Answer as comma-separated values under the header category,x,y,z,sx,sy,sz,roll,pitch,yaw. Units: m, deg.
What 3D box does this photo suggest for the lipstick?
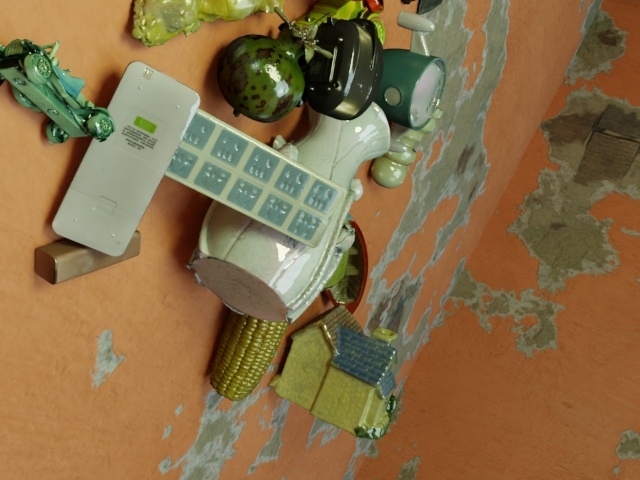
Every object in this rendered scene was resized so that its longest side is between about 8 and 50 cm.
category,x,y,z,sx,sy,sz,roll,pitch,yaw
lipstick,-0.323,0.016,0.854,0.145,0.045,0.045,-25,136,-54

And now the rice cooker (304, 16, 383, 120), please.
category,x,y,z,sx,sy,sz,roll,pitch,yaw
rice cooker,0.037,-0.280,0.990,0.106,0.112,0.165,-2,102,-44

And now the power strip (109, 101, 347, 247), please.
category,x,y,z,sx,sy,sz,roll,pitch,yaw
power strip,-0.129,-0.106,0.875,0.367,0.043,0.106,26,97,-23

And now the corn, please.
category,x,y,z,sx,sy,sz,roll,pitch,yaw
corn,-0.135,0.171,1.271,0.131,0.131,0.344,-5,120,-62

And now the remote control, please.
category,x,y,z,sx,sy,sz,roll,pitch,yaw
remote control,-0.254,-0.103,0.794,0.103,0.034,0.250,25,101,-23

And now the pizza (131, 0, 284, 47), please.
category,x,y,z,sx,sy,sz,roll,pitch,yaw
pizza,-0.145,-0.357,0.823,0.288,0.075,0.280,-57,153,-16

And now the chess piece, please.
category,x,y,z,sx,sy,sz,roll,pitch,yaw
chess piece,0.207,-0.251,1.566,0.133,0.133,0.243,-10,128,-60

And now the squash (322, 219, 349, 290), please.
category,x,y,z,sx,sy,sz,roll,pitch,yaw
squash,0.000,0.000,1.323,0.132,0.132,0.247,-51,162,-26

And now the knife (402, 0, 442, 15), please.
category,x,y,z,sx,sy,sz,roll,pitch,yaw
knife,0.253,-0.579,1.458,0.245,0.019,0.072,-38,145,-47

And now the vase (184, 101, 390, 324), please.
category,x,y,z,sx,sy,sz,roll,pitch,yaw
vase,-0.034,-0.077,1.108,0.445,0.250,0.250,-59,155,-27

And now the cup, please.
category,x,y,z,sx,sy,sz,roll,pitch,yaw
cup,0.158,-0.338,1.311,0.167,0.173,0.300,-34,141,-49

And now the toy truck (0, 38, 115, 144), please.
category,x,y,z,sx,sy,sz,roll,pitch,yaw
toy truck,-0.306,-0.174,0.695,0.154,0.080,0.078,54,37,-62

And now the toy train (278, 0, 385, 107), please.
category,x,y,z,sx,sy,sz,roll,pitch,yaw
toy train,0.009,-0.359,1.095,0.296,0.100,0.160,-48,143,-29

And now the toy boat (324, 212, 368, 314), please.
category,x,y,z,sx,sy,sz,roll,pitch,yaw
toy boat,0.057,0.063,1.568,0.392,0.136,0.079,81,10,-50

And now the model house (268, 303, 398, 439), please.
category,x,y,z,sx,sy,sz,roll,pitch,yaw
model house,0.074,0.321,1.610,0.261,0.321,0.266,-23,131,-64

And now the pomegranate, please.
category,x,y,z,sx,sy,sz,roll,pitch,yaw
pomegranate,-0.077,-0.258,0.933,0.169,0.148,0.148,-30,175,34

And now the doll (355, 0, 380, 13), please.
category,x,y,z,sx,sy,sz,roll,pitch,yaw
doll,0.019,-0.491,0.885,0.160,0.182,0.363,-29,134,6
